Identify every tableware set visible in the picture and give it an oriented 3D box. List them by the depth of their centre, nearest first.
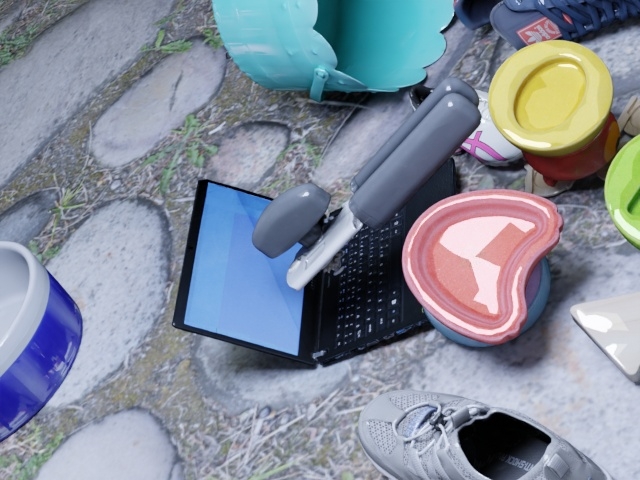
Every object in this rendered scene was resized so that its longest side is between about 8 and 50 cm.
[{"bbox_3d":[0.291,-0.105,1.518,0.169,0.020,0.141,-4,47,38],"label":"tableware set"}]

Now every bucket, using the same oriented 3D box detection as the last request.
[{"bbox_3d":[0.014,-0.304,1.770,0.183,0.281,0.281,1,50,42],"label":"bucket"}]

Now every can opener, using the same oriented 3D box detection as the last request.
[{"bbox_3d":[0.044,-0.055,1.432,0.280,0.093,0.074,-42,23,25],"label":"can opener"}]

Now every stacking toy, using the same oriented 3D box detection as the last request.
[{"bbox_3d":[0.250,-0.006,1.397,0.279,0.130,0.309,28,77,26],"label":"stacking toy"}]

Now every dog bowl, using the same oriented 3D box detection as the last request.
[{"bbox_3d":[-0.428,0.132,1.789,0.265,0.104,0.265,-23,38,19],"label":"dog bowl"}]

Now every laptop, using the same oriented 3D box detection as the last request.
[{"bbox_3d":[0.000,0.000,1.545,0.264,0.136,0.234,-24,38,25],"label":"laptop"}]

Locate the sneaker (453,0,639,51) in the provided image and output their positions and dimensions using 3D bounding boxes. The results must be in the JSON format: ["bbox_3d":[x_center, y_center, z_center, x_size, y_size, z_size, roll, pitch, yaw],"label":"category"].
[{"bbox_3d":[0.285,-0.268,1.630,0.148,0.131,0.350,-54,33,-11],"label":"sneaker"}]

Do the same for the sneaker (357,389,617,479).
[{"bbox_3d":[0.133,0.170,1.262,0.281,0.115,0.105,11,57,46],"label":"sneaker"}]

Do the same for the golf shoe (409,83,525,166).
[{"bbox_3d":[0.167,-0.130,1.587,0.186,0.086,0.067,14,63,51],"label":"golf shoe"}]
